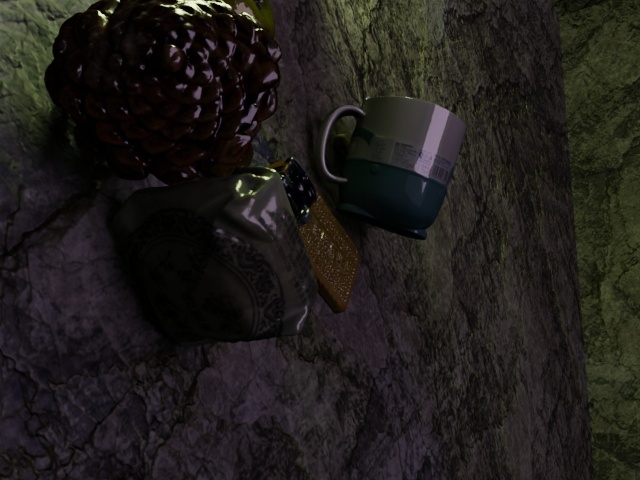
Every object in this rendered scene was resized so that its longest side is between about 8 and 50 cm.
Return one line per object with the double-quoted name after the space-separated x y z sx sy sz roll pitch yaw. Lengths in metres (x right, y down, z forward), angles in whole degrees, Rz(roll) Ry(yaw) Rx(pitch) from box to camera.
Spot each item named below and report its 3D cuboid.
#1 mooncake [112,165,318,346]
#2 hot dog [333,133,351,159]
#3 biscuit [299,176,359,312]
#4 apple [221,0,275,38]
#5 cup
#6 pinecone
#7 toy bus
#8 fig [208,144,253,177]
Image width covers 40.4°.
-0.137 0.034 1.182 0.136 0.250 0.254 -54 127 -45 "mooncake"
0.058 -0.187 1.824 0.090 0.030 0.034 42 46 -44 "hot dog"
0.000 0.000 1.654 0.254 0.029 0.172 53 38 -35 "biscuit"
-0.161 -0.354 1.395 0.196 0.157 0.196 49 32 -45 "apple"
0.129 -0.162 1.746 0.289 0.219 0.257 19 84 -18 "cup"
-0.204 -0.206 1.148 0.296 0.298 0.242 -113 -160 -66 "pinecone"
-0.092 -0.036 1.424 0.098 0.114 0.201 57 40 -29 "toy bus"
-0.149 -0.129 1.419 0.098 0.082 0.084 94 -14 -52 "fig"
